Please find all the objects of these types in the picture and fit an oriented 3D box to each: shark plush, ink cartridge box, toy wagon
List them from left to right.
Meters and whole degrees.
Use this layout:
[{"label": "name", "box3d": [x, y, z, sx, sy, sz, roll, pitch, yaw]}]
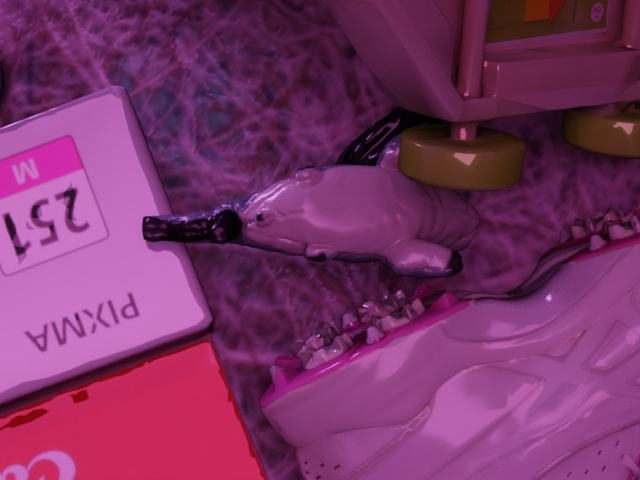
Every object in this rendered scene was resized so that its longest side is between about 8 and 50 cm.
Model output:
[{"label": "ink cartridge box", "box3d": [-0.179, 0.085, 0.925, 0.275, 0.060, 0.239, -21, 82, -5]}, {"label": "shark plush", "box3d": [0.000, 0.000, 0.911, 0.161, 0.067, 0.073, -15, 80, -14]}, {"label": "toy wagon", "box3d": [0.137, -0.170, 0.895, 0.068, 0.344, 0.267, 20, 112, 41]}]

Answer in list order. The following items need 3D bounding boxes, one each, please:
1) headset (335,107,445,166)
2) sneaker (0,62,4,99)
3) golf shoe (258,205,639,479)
[{"label": "headset", "box3d": [-0.064, -0.190, 0.892, 0.394, 0.243, 0.185, 37, 93, -21]}, {"label": "sneaker", "box3d": [-0.231, -0.145, 0.945, 0.069, 0.082, 0.209, -34, 85, -8]}, {"label": "golf shoe", "box3d": [0.130, 0.062, 0.916, 0.306, 0.115, 0.140, -22, 93, 6]}]
